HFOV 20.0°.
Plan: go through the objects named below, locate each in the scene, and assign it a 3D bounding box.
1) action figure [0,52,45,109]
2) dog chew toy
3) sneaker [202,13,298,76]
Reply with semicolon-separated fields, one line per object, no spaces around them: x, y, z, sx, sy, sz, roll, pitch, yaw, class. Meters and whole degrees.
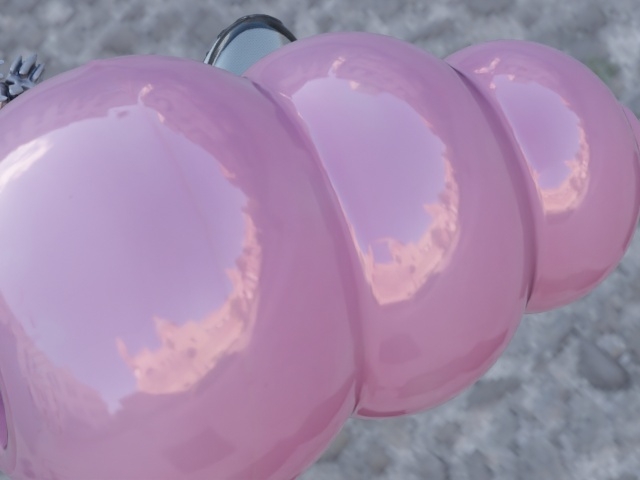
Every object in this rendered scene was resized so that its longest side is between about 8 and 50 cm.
-0.312;-0.104;1.593;0.185;0.285;0.099;0;70;19;action figure
0.000;0.000;0.814;0.332;0.206;0.206;-17;42;-22;dog chew toy
-0.030;-0.030;1.187;0.108;0.100;0.271;132;141;-59;sneaker
